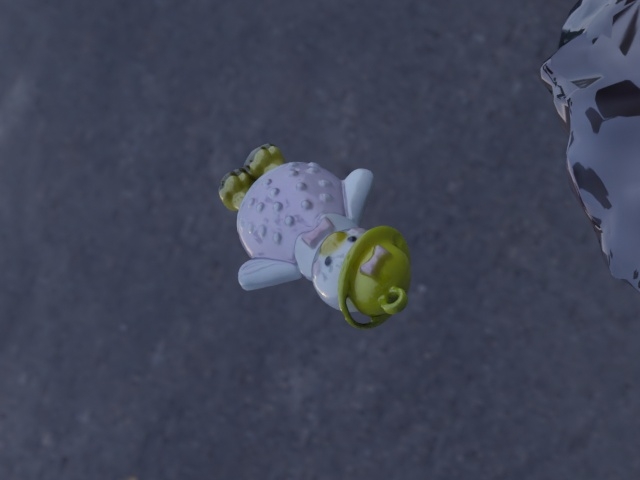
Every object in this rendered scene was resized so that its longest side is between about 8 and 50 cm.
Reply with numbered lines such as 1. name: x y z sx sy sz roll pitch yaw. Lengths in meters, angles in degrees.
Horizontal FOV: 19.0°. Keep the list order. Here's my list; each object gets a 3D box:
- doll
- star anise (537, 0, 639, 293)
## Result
1. doll: 0.000 0.000 1.401 0.129 0.081 0.207 -41 45 -9
2. star anise: 0.107 -0.084 0.419 0.117 0.331 0.332 -13 56 31
